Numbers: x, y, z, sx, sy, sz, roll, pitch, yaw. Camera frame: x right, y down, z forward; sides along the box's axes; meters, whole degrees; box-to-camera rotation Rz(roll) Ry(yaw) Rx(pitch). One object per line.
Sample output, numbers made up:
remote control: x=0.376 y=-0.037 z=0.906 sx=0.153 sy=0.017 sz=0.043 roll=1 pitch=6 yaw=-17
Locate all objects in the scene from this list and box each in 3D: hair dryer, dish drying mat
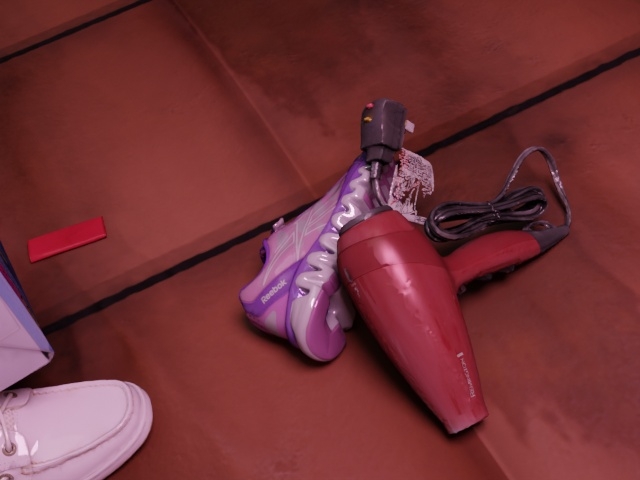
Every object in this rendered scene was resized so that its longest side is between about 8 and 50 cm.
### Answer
hair dryer: x=0.122 y=0.017 z=0.796 sx=0.224 sy=0.080 sz=0.293 roll=17 pitch=65 yaw=-11
dish drying mat: x=-0.268 y=-0.001 z=0.997 sx=0.083 sy=0.008 sz=0.032 roll=-19 pitch=47 yaw=-4

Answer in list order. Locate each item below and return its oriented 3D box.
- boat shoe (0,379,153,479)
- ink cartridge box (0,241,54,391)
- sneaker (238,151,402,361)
boat shoe: x=-0.280 y=0.171 z=0.781 sx=0.277 sy=0.096 sz=0.098 roll=-19 pitch=46 yaw=-4
ink cartridge box: x=-0.428 y=0.047 z=0.849 sx=0.270 sy=0.151 sz=0.395 roll=-31 pitch=27 yaw=-14
sneaker: x=0.000 y=0.000 z=0.876 sx=0.105 sy=0.095 sz=0.236 roll=6 pitch=50 yaw=31
